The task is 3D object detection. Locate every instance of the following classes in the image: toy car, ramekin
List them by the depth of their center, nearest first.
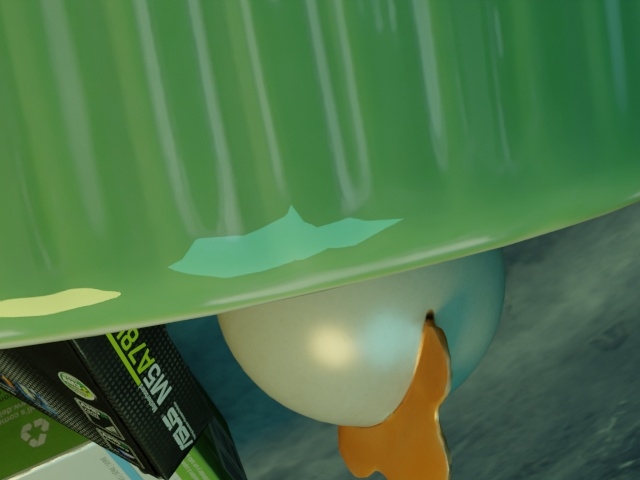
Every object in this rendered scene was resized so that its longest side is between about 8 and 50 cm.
[{"bbox_3d":[-0.038,-0.070,0.449,0.303,0.148,0.303,-11,-173,1],"label":"ramekin"},{"bbox_3d":[0.000,0.000,0.687,0.219,0.238,0.210,0,152,-24],"label":"toy car"}]

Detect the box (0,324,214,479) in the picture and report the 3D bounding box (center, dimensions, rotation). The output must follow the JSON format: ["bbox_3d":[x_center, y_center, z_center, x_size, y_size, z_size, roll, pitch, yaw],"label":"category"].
[{"bbox_3d":[-0.148,0.005,0.691,0.045,0.191,0.184,-55,151,-19],"label":"box"}]

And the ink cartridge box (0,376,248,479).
[{"bbox_3d":[-0.179,0.149,0.920,0.255,0.097,0.189,-26,144,2],"label":"ink cartridge box"}]
